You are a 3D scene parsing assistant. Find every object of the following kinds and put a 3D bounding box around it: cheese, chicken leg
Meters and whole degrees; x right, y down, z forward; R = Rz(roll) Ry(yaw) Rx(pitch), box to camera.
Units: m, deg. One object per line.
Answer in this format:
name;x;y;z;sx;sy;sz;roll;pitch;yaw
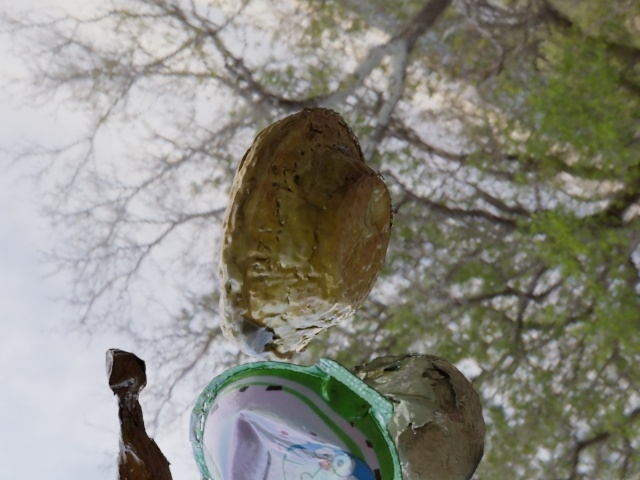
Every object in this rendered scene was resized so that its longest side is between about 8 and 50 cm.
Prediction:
cheese;-0.046;0.226;0.852;0.204;0.320;0.083;37;-150;2
chicken leg;-0.279;0.305;1.415;0.093;0.304;0.113;-2;-165;13

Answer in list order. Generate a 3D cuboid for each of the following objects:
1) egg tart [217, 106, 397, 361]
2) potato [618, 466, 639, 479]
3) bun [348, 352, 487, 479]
egg tart;0.000;0.000;1.547;0.178;0.443;0.443;13;-172;28
potato;0.412;0.378;1.108;0.216;0.304;0.216;25;-141;-22
bun;0.073;0.218;1.057;0.141;0.239;0.239;44;-167;-19
